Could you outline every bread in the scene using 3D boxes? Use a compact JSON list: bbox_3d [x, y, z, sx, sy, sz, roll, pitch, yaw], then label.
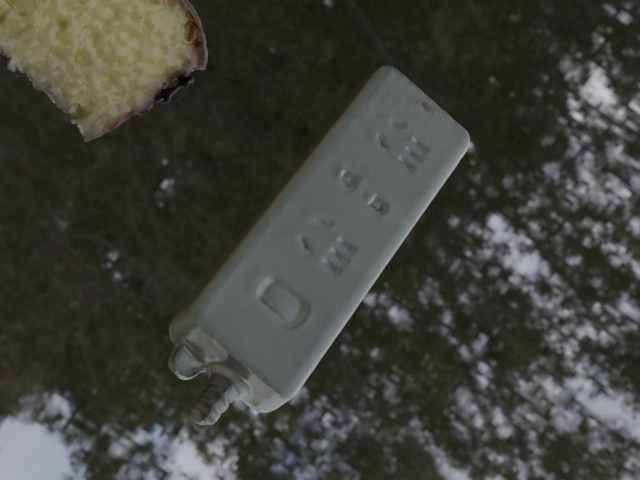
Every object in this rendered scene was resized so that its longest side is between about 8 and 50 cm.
[{"bbox_3d":[-0.196,-0.194,0.901,0.129,0.260,0.134,-40,-136,0],"label":"bread"}]

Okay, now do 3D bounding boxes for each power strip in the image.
[{"bbox_3d":[0.000,0.000,0.982,0.338,0.098,0.058,-54,-170,-32],"label":"power strip"}]
